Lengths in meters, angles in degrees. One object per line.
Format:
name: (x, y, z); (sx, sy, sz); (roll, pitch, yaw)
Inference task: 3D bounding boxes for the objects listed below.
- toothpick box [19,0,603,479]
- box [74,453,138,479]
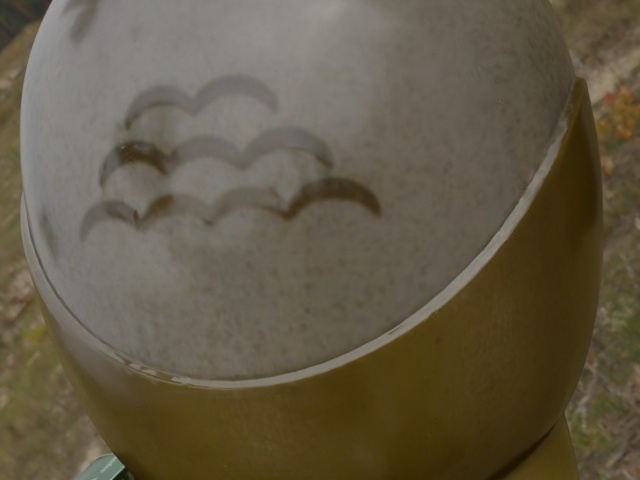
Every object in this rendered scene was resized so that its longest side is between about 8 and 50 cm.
toothpick box: (0.000, 0.000, 0.821); (0.409, 0.425, 0.409); (-9, 10, 2)
box: (-0.189, 0.287, 0.977); (0.081, 0.135, 0.199); (-23, 14, 35)
